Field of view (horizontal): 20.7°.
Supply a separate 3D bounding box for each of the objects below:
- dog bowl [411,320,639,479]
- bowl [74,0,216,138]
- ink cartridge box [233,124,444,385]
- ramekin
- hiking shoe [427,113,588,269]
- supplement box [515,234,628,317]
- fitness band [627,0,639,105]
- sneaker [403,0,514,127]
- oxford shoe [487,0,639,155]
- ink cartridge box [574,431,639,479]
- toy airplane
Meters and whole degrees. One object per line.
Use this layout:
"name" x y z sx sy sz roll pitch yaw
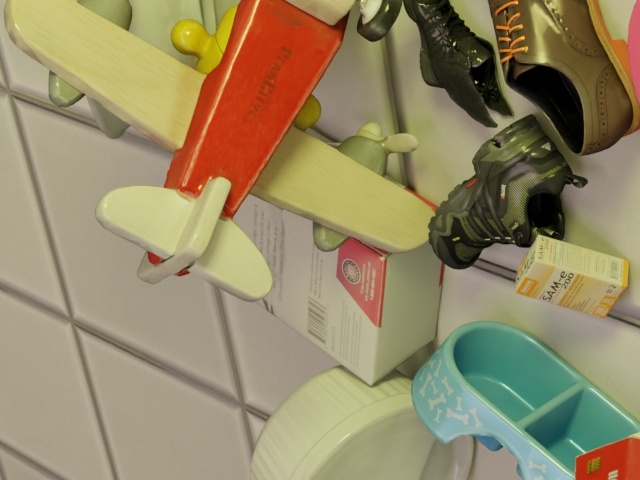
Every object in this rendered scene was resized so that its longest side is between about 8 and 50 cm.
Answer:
"dog bowl" 0.233 0.196 1.864 0.297 0.166 0.074 40 132 24
"bowl" -0.195 -0.270 1.987 0.298 0.134 0.298 -7 -90 -85
"ink cartridge box" 0.000 0.000 2.028 0.283 0.117 0.207 34 141 30
"ramekin" 0.040 0.266 2.080 0.127 0.273 0.273 44 146 41
"hiking shoe" 0.189 -0.022 1.798 0.114 0.086 0.227 49 145 17
"supplement box" 0.252 0.037 1.765 0.098 0.036 0.062 16 143 -6
"fitness band" 0.375 -0.115 1.514 0.209 0.054 0.291 -9 111 54
"sneaker" 0.139 -0.197 1.754 0.089 0.051 0.170 21 137 41
"oxford shoe" 0.200 -0.202 1.622 0.271 0.098 0.097 55 147 3
"ink cartridge box" 0.339 0.248 1.747 0.045 0.179 0.145 -130 28 -48
"toy airplane" -0.094 -0.126 1.803 0.272 0.384 0.386 -162 54 -70
